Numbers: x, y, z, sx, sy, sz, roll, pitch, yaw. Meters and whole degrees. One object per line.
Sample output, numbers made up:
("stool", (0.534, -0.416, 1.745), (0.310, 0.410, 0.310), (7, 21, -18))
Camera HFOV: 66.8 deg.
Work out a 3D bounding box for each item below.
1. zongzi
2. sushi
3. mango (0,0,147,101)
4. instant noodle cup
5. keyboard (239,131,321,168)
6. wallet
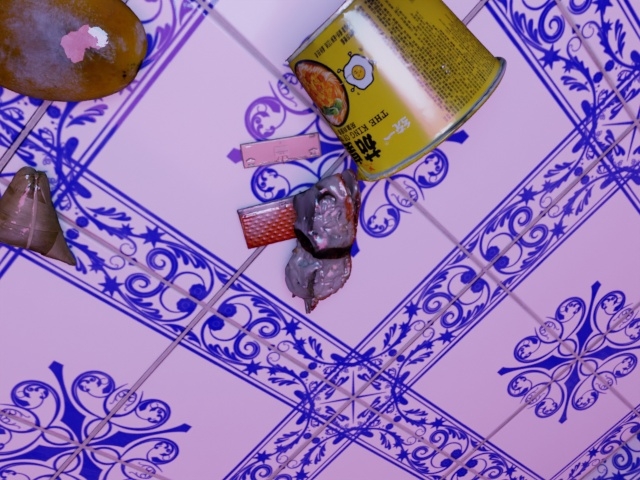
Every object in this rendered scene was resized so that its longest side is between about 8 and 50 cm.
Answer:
("zongzi", (-0.525, -0.043, 0.940), (0.176, 0.078, 0.160), (29, 105, -34))
("sushi", (0.000, 0.000, 1.033), (0.129, 0.124, 0.332), (-8, 121, -24))
("mango", (-0.444, -0.325, 0.786), (0.316, 0.146, 0.193), (1, 107, -6))
("instant noodle cup", (0.113, -0.301, 0.847), (0.325, 0.325, 0.254), (-42, 108, 8))
("keyboard", (-0.081, -0.186, 1.007), (0.165, 0.017, 0.055), (-11, 112, -8))
("wallet", (-0.077, -0.046, 1.069), (0.196, 0.020, 0.103), (-14, 122, -8))
